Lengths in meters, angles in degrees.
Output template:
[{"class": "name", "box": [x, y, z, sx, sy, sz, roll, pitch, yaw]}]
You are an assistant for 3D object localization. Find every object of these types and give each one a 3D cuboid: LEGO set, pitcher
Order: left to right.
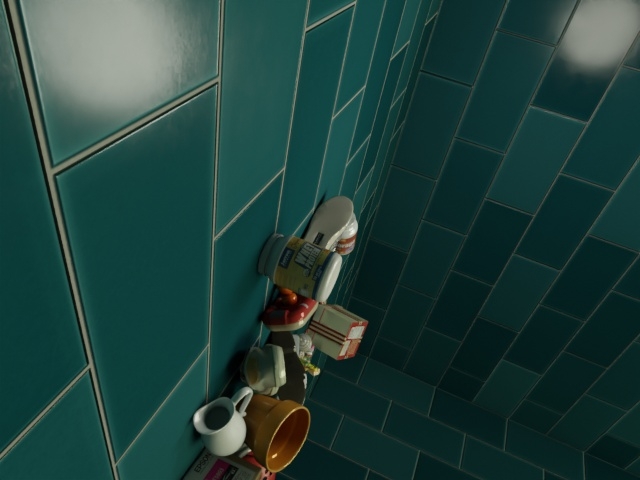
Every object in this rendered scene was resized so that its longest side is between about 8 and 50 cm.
[{"class": "pitcher", "box": [-0.256, 0.505, 1.358, 0.178, 0.125, 0.207, -33, 147, -24]}, {"class": "LEGO set", "box": [-0.075, 0.547, 2.352, 0.287, 0.132, 0.107, -138, -118, -78]}]

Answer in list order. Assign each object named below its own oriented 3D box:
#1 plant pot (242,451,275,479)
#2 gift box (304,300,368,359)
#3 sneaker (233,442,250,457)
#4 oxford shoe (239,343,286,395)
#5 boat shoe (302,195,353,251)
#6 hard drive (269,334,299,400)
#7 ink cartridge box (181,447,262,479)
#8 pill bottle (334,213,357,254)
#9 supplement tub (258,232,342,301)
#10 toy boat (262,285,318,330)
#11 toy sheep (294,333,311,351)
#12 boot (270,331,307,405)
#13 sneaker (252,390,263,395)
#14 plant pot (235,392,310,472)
[{"class": "plant pot", "box": [-0.259, 0.813, 1.809, 0.191, 0.191, 0.174, -24, 121, -75]}, {"class": "gift box", "box": [0.067, 0.472, 2.606, 0.276, 0.258, 0.255, 24, 90, -60]}, {"class": "sneaker", "box": [-0.281, 0.659, 1.648, 0.105, 0.115, 0.281, -27, 171, -21]}, {"class": "oxford shoe", "box": [-0.197, 0.420, 1.567, 0.449, 0.130, 0.169, 117, -35, -70]}, {"class": "boat shoe", "box": [0.000, 0.000, 1.734, 0.340, 0.127, 0.158, -55, 171, -24]}, {"class": "hard drive", "box": [-0.166, 0.619, 2.118, 0.233, 0.047, 0.353, -97, -156, -74]}, {"class": "ink cartridge box", "box": [-0.308, 0.737, 1.414, 0.234, 0.193, 0.088, -48, 157, -62]}, {"class": "pill bottle", "box": [0.095, -0.039, 2.068, 0.216, 0.121, 0.121, 92, 22, -59]}, {"class": "supplement tub", "box": [-0.056, 0.071, 1.332, 0.144, 0.200, 0.144, 21, 90, -80]}, {"class": "toy boat", "box": [-0.102, 0.188, 1.583, 0.231, 0.151, 0.151, -45, 126, -64]}, {"class": "toy sheep", "box": [-0.084, 0.477, 2.266, 0.091, 0.091, 0.132, -65, 160, -15]}, {"class": "boot", "box": [-0.125, 0.475, 1.749, 0.115, 0.112, 0.305, 120, -36, -49]}, {"class": "sneaker", "box": [-0.182, 0.611, 1.661, 0.107, 0.275, 0.110, -15, 128, -29]}, {"class": "plant pot", "box": [-0.167, 0.567, 1.489, 0.205, 0.188, 0.205, -32, 131, -45]}]
